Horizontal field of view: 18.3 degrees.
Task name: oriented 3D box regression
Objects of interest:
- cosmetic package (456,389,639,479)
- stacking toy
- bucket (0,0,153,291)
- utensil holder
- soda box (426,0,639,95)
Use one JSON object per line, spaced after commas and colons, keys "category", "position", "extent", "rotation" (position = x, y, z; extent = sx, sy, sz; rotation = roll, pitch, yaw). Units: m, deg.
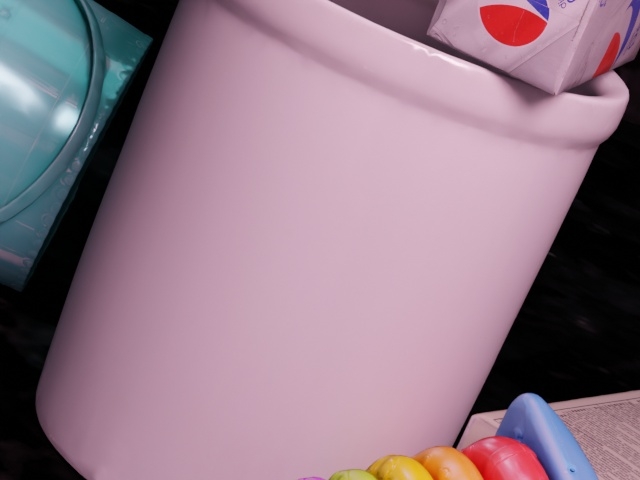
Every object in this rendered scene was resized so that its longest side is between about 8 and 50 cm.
{"category": "cosmetic package", "position": [0.225, 0.212, 1.541], "extent": [0.153, 0.129, 0.296], "rotation": [33, 19, 33]}
{"category": "stacking toy", "position": [0.025, 0.206, 1.297], "extent": [0.302, 0.165, 0.175], "rotation": [3, 40, -23]}
{"category": "bucket", "position": [-0.271, -0.103, 1.633], "extent": [0.183, 0.281, 0.281], "rotation": [27, 16, -6]}
{"category": "utensil holder", "position": [0.000, 0.000, 1.447], "extent": [0.328, 0.385, 0.327], "rotation": [21, 16, -6]}
{"category": "soda box", "position": [0.166, -0.170, 1.360], "extent": [0.098, 0.091, 0.286], "rotation": [26, 16, 12]}
